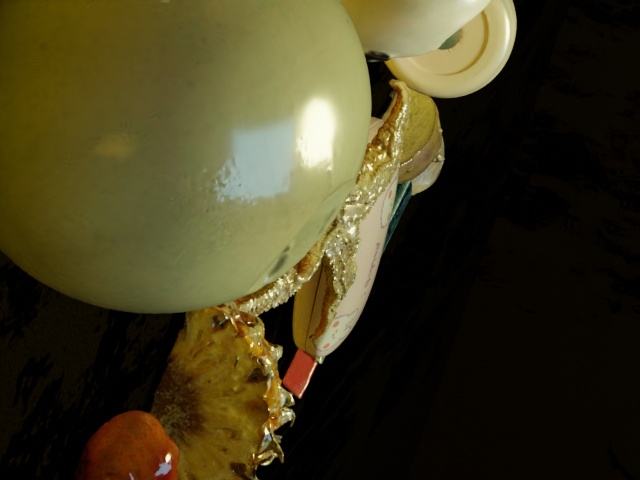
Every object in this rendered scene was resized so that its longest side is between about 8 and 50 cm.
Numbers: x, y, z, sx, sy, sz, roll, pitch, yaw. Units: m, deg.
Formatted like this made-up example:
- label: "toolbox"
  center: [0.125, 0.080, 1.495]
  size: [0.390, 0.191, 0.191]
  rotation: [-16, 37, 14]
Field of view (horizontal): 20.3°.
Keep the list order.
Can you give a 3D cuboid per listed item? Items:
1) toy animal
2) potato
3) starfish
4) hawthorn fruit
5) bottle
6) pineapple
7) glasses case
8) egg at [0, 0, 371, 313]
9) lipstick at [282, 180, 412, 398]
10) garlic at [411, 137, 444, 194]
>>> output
- label: "toy animal"
  center: [0.079, -0.270, 1.535]
  size: [0.187, 0.165, 0.235]
  rotation: [-83, -179, -51]
- label: "potato"
  center: [0.100, -0.100, 2.144]
  size: [0.100, 0.089, 0.172]
  rotation: [102, 12, -48]
- label: "starfish"
  center: [-0.010, -0.003, 1.781]
  size: [0.301, 0.084, 0.293]
  rotation: [-65, 169, 19]
- label: "hawthorn fruit"
  center: [-0.164, 0.185, 1.457]
  size: [0.093, 0.081, 0.081]
  rotation: [-26, 146, -29]
- label: "bottle"
  center: [0.146, -0.248, 1.983]
  size: [0.236, 0.148, 0.147]
  rotation: [-59, 167, -73]
- label: "pineapple"
  center: [-0.083, 0.158, 1.620]
  size: [0.079, 0.135, 0.233]
  rotation: [-30, 138, -74]
- label: "glasses case"
  center: [0.028, -0.001, 2.008]
  size: [0.113, 0.075, 0.296]
  rotation: [-44, 153, -52]
- label: "egg"
  center: [-0.084, -0.070, 0.978]
  size: [0.269, 0.219, 0.219]
  rotation: [-20, 132, -56]
- label: "lipstick"
  center: [0.026, 0.054, 2.184]
  size: [0.051, 0.051, 0.312]
  rotation: [86, 30, -68]
- label: "garlic"
  center: [0.127, -0.112, 2.307]
  size: [0.084, 0.066, 0.152]
  rotation: [90, 25, -56]
